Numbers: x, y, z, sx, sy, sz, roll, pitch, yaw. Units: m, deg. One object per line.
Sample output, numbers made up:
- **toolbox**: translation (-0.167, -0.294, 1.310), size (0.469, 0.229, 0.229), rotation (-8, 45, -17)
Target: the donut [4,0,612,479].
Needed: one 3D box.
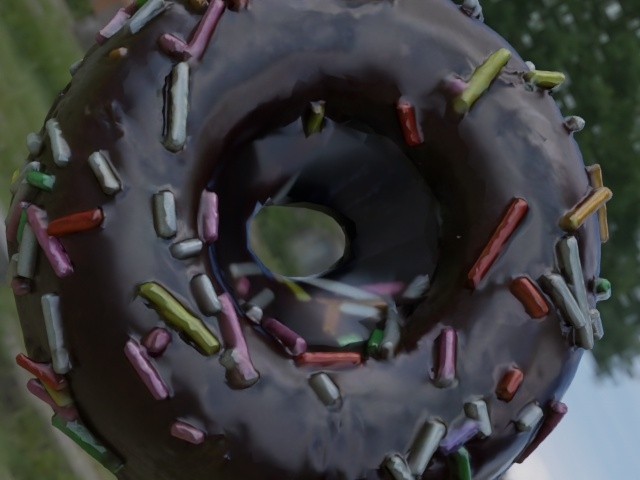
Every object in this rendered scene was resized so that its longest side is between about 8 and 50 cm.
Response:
- **donut**: translation (0.000, 0.000, 0.780), size (0.270, 0.269, 0.103), rotation (63, -19, 4)
